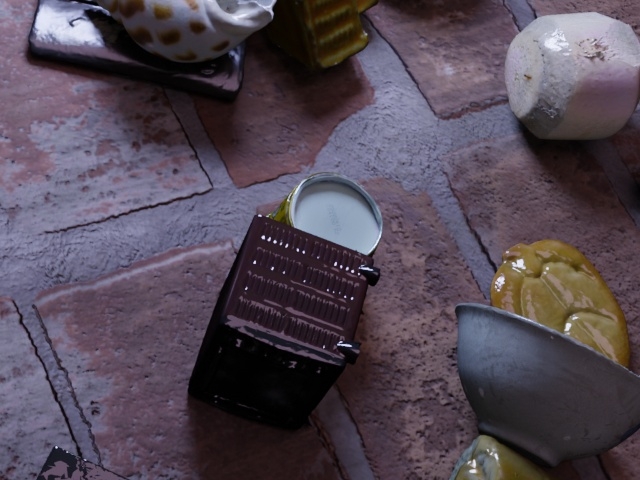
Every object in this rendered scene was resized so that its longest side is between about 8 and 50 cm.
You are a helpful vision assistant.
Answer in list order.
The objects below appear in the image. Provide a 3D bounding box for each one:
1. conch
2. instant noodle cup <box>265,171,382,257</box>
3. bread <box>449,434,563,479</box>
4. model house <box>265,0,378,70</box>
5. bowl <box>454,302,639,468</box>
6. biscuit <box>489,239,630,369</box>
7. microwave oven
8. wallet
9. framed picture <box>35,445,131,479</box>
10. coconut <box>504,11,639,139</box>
[{"bbox_3d":[-0.206,-0.346,1.774,0.275,0.148,0.182,21,54,-4],"label":"conch"},{"bbox_3d":[0.000,0.000,1.717,0.182,0.144,0.182,9,60,-16],"label":"instant noodle cup"},{"bbox_3d":[0.294,0.442,1.554,0.341,0.210,0.300,32,59,-3],"label":"bread"},{"bbox_3d":[-0.003,-0.393,1.905,0.268,0.173,0.239,-34,85,-39],"label":"model house"},{"bbox_3d":[0.294,0.218,1.648,0.313,0.313,0.146,27,79,-5],"label":"bowl"},{"bbox_3d":[0.372,0.110,1.856,0.203,0.041,0.260,-30,75,-31],"label":"biscuit"},{"bbox_3d":[-0.053,0.119,1.578,0.178,0.247,0.188,18,57,-7],"label":"microwave oven"},{"bbox_3d":[-0.268,-0.317,1.849,0.321,0.044,0.170,12,62,-14],"label":"wallet"},{"bbox_3d":[-0.230,0.421,1.486,0.324,0.013,0.244,27,58,-6],"label":"framed picture"},{"bbox_3d":[0.423,-0.269,1.980,0.234,0.224,0.224,-7,65,-10],"label":"coconut"}]
